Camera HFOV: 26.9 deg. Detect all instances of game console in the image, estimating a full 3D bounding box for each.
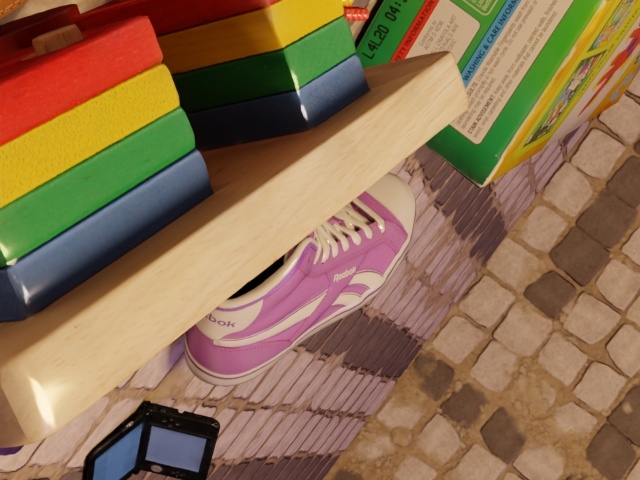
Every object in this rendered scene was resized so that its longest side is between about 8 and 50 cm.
[{"bbox_3d":[-0.156,0.208,1.223,0.122,0.107,0.071,109,-5,-53],"label":"game console"}]

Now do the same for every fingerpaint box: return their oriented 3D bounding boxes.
[{"bbox_3d":[0.252,-0.299,1.105,0.371,0.163,0.445,-30,155,-56],"label":"fingerpaint box"}]

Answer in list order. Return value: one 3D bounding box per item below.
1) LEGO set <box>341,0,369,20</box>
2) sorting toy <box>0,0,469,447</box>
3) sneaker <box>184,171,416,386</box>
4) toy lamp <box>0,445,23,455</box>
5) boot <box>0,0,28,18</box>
[{"bbox_3d":[0.000,-0.171,0.709,0.244,0.060,0.182,-60,153,-23],"label":"LEGO set"},{"bbox_3d":[-0.119,-0.028,0.490,0.255,0.089,0.257,-7,-160,37],"label":"sorting toy"},{"bbox_3d":[0.001,0.001,1.163,0.282,0.102,0.161,-44,160,-33],"label":"sneaker"},{"bbox_3d":[-0.131,-0.004,0.776,0.275,0.080,0.080,-53,166,12],"label":"toy lamp"},{"bbox_3d":[-0.143,-0.138,0.398,0.283,0.109,0.220,-52,172,-34],"label":"boot"}]
